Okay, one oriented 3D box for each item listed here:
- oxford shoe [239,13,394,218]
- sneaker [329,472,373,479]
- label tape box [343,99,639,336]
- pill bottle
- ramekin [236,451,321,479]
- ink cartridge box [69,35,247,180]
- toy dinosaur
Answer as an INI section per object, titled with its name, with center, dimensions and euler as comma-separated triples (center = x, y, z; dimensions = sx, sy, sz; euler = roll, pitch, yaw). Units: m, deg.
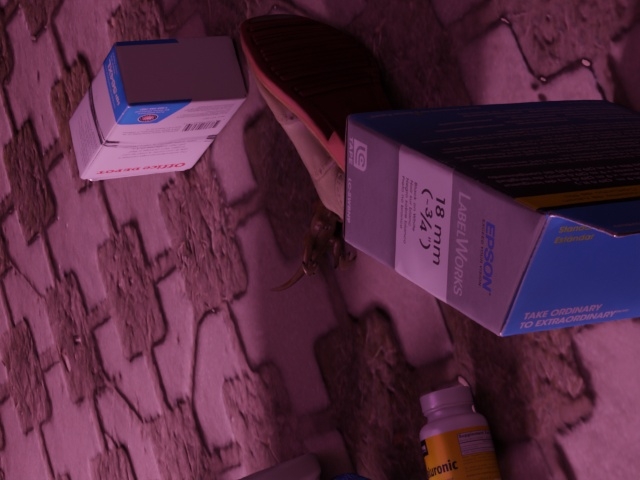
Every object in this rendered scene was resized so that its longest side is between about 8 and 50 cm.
[oxford shoe]
center = 0.008, -0.101, 1.755
dimensions = 0.348, 0.123, 0.130
euler = -124, 32, -45
[sneaker]
center = 0.049, 0.384, 1.801
dimensions = 0.147, 0.129, 0.330
euler = -135, 43, -76
[label tape box]
center = 0.195, -0.010, 1.255
dimensions = 0.333, 0.240, 0.106
euler = 32, 123, 58
[pill bottle]
center = 0.125, 0.193, 1.639
dimensions = 0.065, 0.065, 0.116
euler = -39, 60, 60
[ramekin]
center = -0.109, 0.334, 1.933
dimensions = 0.273, 0.273, 0.127
euler = -31, 79, 61
[ink cartridge box]
center = -0.193, -0.153, 2.113
dimensions = 0.203, 0.148, 0.086
euler = -43, 58, 58
[toy dinosaur]
center = 0.000, 0.000, 1.887
dimensions = 0.093, 0.053, 0.183
euler = -108, 32, -57
